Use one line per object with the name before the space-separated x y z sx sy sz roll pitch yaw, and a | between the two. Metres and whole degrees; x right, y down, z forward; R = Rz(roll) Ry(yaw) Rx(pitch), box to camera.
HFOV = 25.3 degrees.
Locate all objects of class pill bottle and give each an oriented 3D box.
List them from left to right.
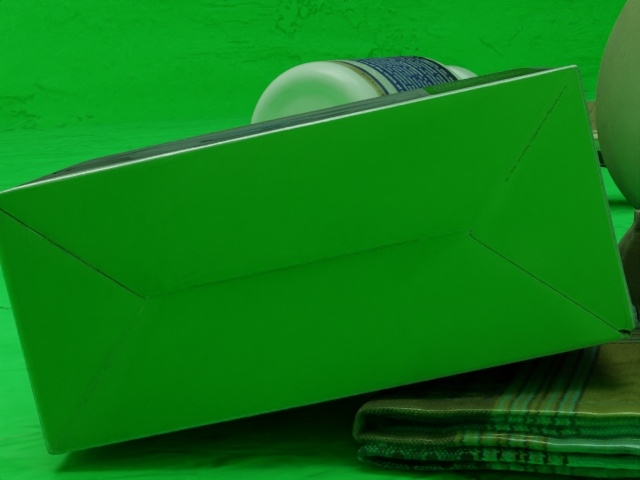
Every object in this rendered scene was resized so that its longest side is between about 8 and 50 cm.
pill bottle | 0.063 -0.102 1.385 0.153 0.153 0.265 4 11 33

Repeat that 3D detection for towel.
towel | 0.227 0.066 0.667 0.370 0.040 0.271 -1 8 19

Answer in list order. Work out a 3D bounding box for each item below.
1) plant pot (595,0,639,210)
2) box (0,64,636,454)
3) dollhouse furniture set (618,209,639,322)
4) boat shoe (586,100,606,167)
plant pot | 0.353 -0.063 0.909 0.256 0.256 0.274 -4 25 -16
box | 0.000 0.000 0.714 0.262 0.127 0.231 -12 7 4
dollhouse furniture set | 0.192 -0.028 0.628 0.101 0.161 0.182 -3 7 3
boat shoe | 0.340 -0.079 1.397 0.285 0.092 0.103 2 29 9
